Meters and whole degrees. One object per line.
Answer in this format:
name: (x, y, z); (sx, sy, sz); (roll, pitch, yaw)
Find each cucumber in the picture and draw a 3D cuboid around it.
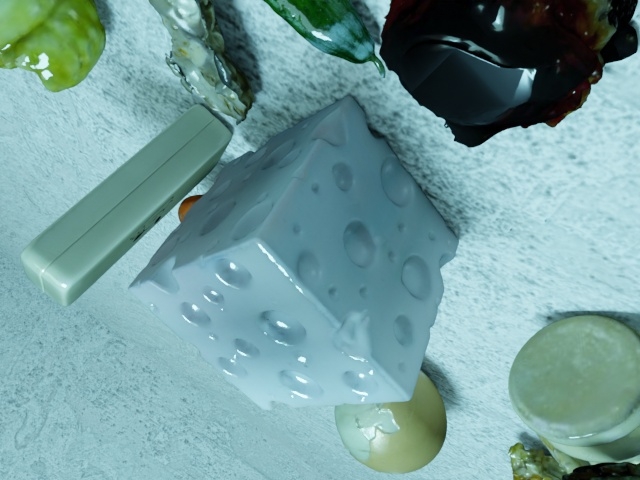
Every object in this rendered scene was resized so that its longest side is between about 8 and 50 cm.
cucumber: (-0.031, -0.236, 0.505); (0.250, 0.056, 0.056); (41, 151, -8)

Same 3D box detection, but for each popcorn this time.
popcorn: (-0.420, -0.321, 0.692); (0.225, 0.174, 0.286); (26, 165, 50)

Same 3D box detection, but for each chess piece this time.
chess piece: (0.378, 0.240, 0.683); (0.299, 0.167, 0.167); (45, 151, -24)

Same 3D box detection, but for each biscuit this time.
biscuit: (0.385, 0.336, 0.811); (0.188, 0.040, 0.265); (47, -174, 5)

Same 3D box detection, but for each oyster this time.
oyster: (-0.132, -0.241, 0.571); (0.128, 0.078, 0.345); (45, 166, 21)

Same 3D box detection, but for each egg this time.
egg: (0.134, 0.325, 1.023); (0.201, 0.201, 0.244); (1, 148, 47)

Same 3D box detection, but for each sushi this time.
sushi: (0.120, -0.150, 0.367); (0.153, 0.150, 0.172); (4, 139, 44)

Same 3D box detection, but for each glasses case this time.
glasses case: (-0.253, -0.051, 0.751); (0.070, 0.313, 0.131); (43, 151, -6)

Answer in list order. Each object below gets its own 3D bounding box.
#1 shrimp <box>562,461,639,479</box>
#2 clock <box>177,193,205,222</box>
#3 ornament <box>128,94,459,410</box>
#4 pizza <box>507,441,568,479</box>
shrimp: (0.419, 0.197, 0.514); (0.364, 0.071, 0.233); (-3, 125, 8)
clock: (-0.126, -0.023, 0.891); (0.205, 0.052, 0.205); (13, 161, 5)
ornament: (-0.020, 0.028, 0.653); (0.239, 0.240, 0.239); (-18, 122, 42)
pizza: (0.486, 0.514, 0.999); (0.405, 0.130, 0.440); (32, 152, 2)
